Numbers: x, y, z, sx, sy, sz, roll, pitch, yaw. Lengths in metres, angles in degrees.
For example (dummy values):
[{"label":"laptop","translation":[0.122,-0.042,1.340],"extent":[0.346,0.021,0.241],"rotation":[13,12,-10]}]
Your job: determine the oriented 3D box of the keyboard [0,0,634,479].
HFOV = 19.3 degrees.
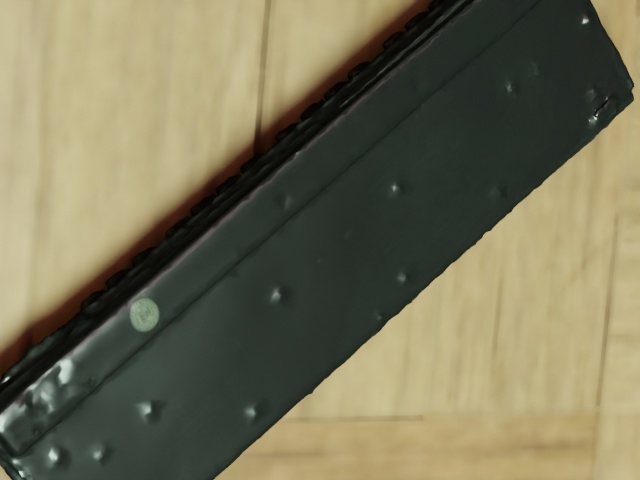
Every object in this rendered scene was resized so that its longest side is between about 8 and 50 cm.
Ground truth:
[{"label":"keyboard","translation":[0.000,0.000,0.564],"extent":[0.231,0.023,0.072],"rotation":[-42,120,-15]}]
